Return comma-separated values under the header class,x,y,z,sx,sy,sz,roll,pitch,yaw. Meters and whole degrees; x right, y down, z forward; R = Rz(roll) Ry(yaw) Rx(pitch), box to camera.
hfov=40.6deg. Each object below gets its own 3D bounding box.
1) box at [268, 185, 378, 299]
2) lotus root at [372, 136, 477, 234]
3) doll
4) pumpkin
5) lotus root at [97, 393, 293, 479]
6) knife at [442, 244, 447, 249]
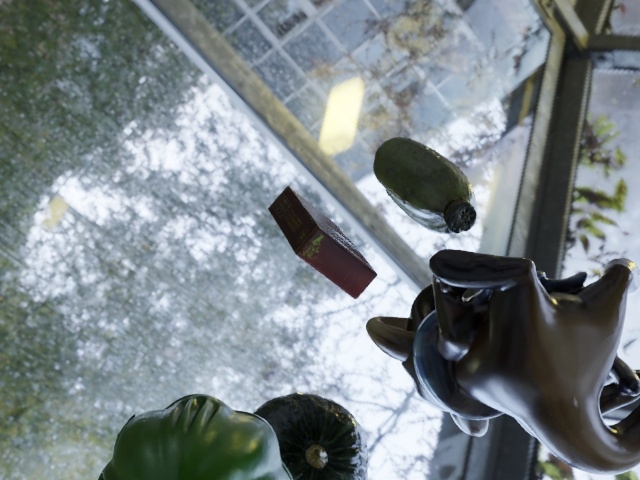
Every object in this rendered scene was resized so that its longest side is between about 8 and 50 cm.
class,x,y,z,sx,sy,sz,roll,pitch,yaw
box,0.000,0.000,0.544,0.023,0.051,0.082,-50,-154,7
lotus root,0.128,-0.061,1.008,0.077,0.090,0.183,-42,-142,-2
doll,0.209,0.102,0.915,0.209,0.317,0.339,-57,-171,-14
pumpkin,-0.029,0.327,1.264,0.212,0.211,0.152,-62,-171,-23
lotus root,-0.112,0.216,0.713,0.186,0.186,0.186,-28,-142,25
knife,0.282,0.127,1.462,0.019,0.313,0.044,-36,-162,0
